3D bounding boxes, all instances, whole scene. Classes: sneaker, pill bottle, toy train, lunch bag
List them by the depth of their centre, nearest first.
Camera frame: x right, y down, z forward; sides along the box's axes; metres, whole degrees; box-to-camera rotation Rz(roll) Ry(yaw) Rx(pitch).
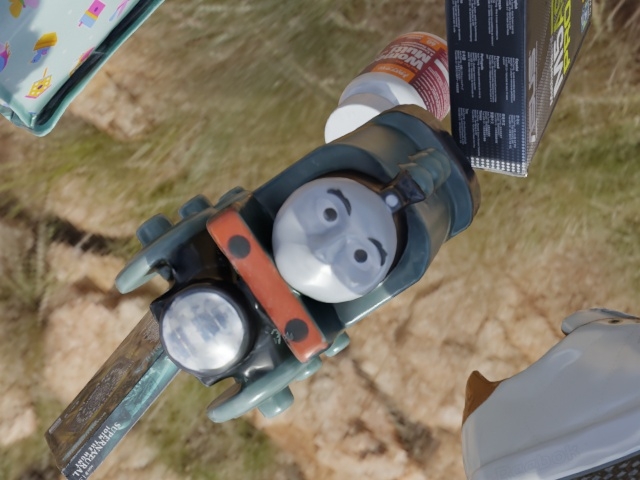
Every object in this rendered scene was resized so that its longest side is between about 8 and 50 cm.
[{"bbox_3d":[0.214,0.074,0.842,0.290,0.123,0.106,-20,142,16],"label":"sneaker"},{"bbox_3d":[0.000,0.000,0.909,0.190,0.334,0.142,-36,89,14],"label":"toy train"},{"bbox_3d":[-0.260,-0.228,1.347,0.160,0.262,0.223,37,82,13],"label":"lunch bag"},{"bbox_3d":[0.095,-0.175,1.812,0.121,0.221,0.121,13,124,20],"label":"pill bottle"}]

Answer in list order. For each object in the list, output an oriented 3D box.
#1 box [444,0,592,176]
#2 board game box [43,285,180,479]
[{"bbox_3d":[0.147,-0.217,1.013,0.060,0.216,0.270,9,132,19],"label":"box"},{"bbox_3d":[-0.172,0.126,1.264,0.026,0.126,0.186,42,85,-19],"label":"board game box"}]
